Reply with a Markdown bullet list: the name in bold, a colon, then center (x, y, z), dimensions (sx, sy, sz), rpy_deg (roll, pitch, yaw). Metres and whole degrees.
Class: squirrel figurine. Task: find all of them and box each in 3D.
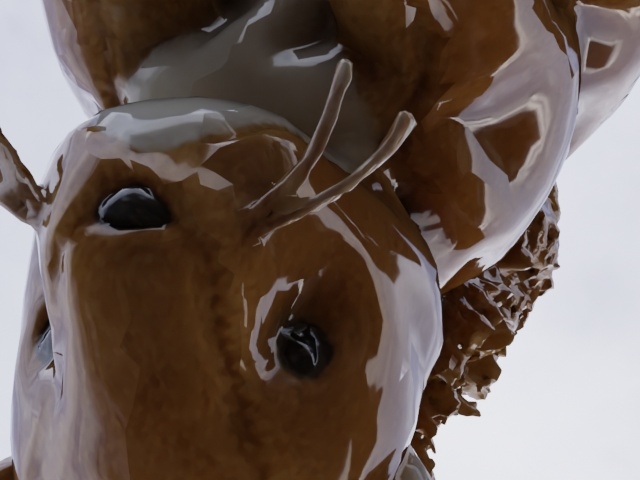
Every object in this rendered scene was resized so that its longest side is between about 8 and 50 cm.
- **squirrel figurine**: center (0.000, 0.000, 0.771), dimensions (0.281, 0.397, 0.370), rpy_deg (5, -130, 8)
